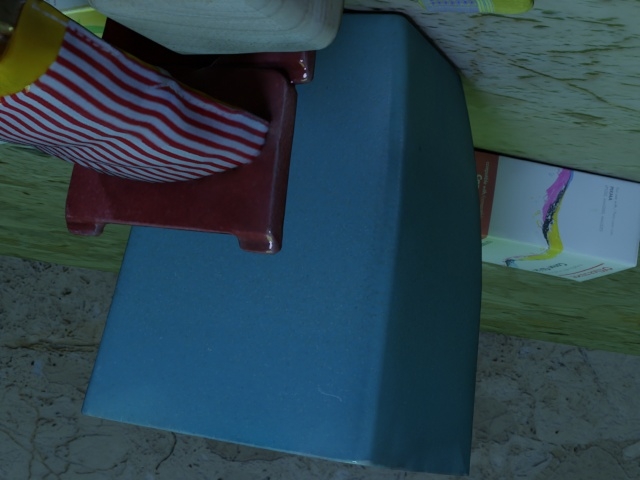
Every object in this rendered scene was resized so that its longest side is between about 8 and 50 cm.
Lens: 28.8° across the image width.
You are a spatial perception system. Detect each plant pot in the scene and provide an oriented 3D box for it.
[{"bbox_3d":[0.000,0.000,0.696,0.165,0.234,0.165,6,171,26],"label":"plant pot"}]

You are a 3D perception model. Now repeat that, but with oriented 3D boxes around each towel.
[{"bbox_3d":[0.064,-0.122,0.574,0.060,0.009,0.083,7,172,19],"label":"towel"}]

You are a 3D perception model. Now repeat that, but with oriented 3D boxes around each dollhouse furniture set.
[{"bbox_3d":[0.005,-0.084,0.405,0.374,0.152,0.201,4,170,33],"label":"dollhouse furniture set"}]

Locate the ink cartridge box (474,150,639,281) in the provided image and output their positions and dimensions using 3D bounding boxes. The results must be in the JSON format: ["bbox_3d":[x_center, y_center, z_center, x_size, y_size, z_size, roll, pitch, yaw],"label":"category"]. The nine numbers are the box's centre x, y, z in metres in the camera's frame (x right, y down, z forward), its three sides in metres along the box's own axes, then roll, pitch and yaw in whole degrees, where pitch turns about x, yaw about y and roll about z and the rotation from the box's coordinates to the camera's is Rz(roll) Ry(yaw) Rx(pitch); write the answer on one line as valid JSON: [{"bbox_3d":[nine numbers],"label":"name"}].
[{"bbox_3d":[0.176,-0.014,0.978,0.198,0.067,0.115,10,171,-8],"label":"ink cartridge box"}]

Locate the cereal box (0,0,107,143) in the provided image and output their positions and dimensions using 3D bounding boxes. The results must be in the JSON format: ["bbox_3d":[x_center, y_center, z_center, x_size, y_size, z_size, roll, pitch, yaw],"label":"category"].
[{"bbox_3d":[-0.190,-0.100,0.694,0.240,0.047,0.173,-6,167,10],"label":"cereal box"}]
